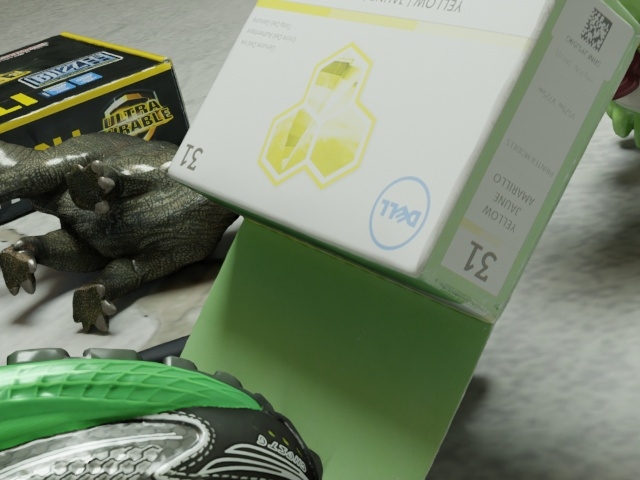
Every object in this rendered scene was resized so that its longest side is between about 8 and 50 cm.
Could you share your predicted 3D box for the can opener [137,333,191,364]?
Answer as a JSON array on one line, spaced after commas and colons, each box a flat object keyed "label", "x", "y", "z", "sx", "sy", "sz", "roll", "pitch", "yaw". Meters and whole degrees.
[{"label": "can opener", "x": -0.012, "y": 0.049, "z": 0.554, "sx": 0.186, "sy": 0.073, "sz": 0.059, "roll": -14, "pitch": 29, "yaw": 26}]

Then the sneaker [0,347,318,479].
[{"label": "sneaker", "x": -0.134, "y": 0.151, "z": 0.342, "sx": 0.343, "sy": 0.134, "sz": 0.146, "roll": -27, "pitch": 46, "yaw": -30}]

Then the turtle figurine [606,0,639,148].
[{"label": "turtle figurine", "x": 0.136, "y": -0.064, "z": 0.612, "sx": 0.266, "sy": 0.275, "sz": 0.197, "roll": 10, "pitch": -31, "yaw": -45}]

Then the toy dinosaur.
[{"label": "toy dinosaur", "x": -0.128, "y": -0.024, "z": 0.758, "sx": 0.313, "sy": 0.121, "sz": 0.160, "roll": -3, "pitch": 13, "yaw": 37}]

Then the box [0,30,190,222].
[{"label": "box", "x": -0.301, "y": -0.077, "z": 0.991, "sx": 0.322, "sy": 0.079, "sz": 0.257, "roll": -25, "pitch": 27, "yaw": -23}]

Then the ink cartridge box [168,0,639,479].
[{"label": "ink cartridge box", "x": 0.000, "y": 0.000, "z": 0.468, "sx": 0.171, "sy": 0.056, "sz": 0.235, "roll": 23, "pitch": 84, "yaw": 51}]
